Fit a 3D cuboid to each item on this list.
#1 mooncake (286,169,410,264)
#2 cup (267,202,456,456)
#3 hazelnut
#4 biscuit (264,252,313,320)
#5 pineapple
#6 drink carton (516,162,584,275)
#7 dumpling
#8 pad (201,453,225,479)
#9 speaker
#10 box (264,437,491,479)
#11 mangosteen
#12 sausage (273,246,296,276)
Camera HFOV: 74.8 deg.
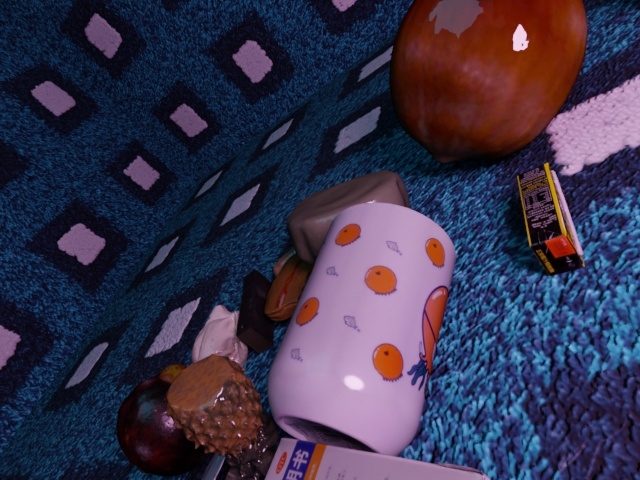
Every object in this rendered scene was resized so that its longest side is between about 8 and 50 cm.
[{"bbox_3d":[0.060,-0.043,0.881,0.275,0.135,0.275,-19,19,7],"label":"mooncake"},{"bbox_3d":[0.061,0.129,0.605,0.212,0.212,0.317,-17,38,44],"label":"cup"},{"bbox_3d":[0.316,-0.339,0.821,0.366,0.366,0.365,-34,27,20],"label":"hazelnut"},{"bbox_3d":[-0.030,0.121,0.894,0.277,0.052,0.262,2,50,47],"label":"biscuit"},{"bbox_3d":[-0.108,0.279,0.585,0.125,0.251,0.125,-24,25,12],"label":"pineapple"},{"bbox_3d":[0.335,-0.035,0.611,0.056,0.071,0.165,-28,31,36],"label":"drink carton"},{"bbox_3d":[-0.229,0.248,0.972,0.136,0.118,0.199,-6,71,32],"label":"dumpling"},{"bbox_3d":[-0.191,0.405,0.673,0.156,0.004,0.232,-65,5,-37],"label":"pad"},{"bbox_3d":[-0.152,0.164,1.010,0.044,0.082,0.218,-36,26,16],"label":"speaker"},{"bbox_3d":[0.043,0.341,0.435,0.300,0.106,0.200,-19,35,45],"label":"box"},{"bbox_3d":[-0.280,0.340,0.803,0.210,0.210,0.209,-34,27,20],"label":"mangosteen"},{"bbox_3d":[0.000,-0.001,1.063,0.301,0.066,0.065,-37,26,10],"label":"sausage"}]
